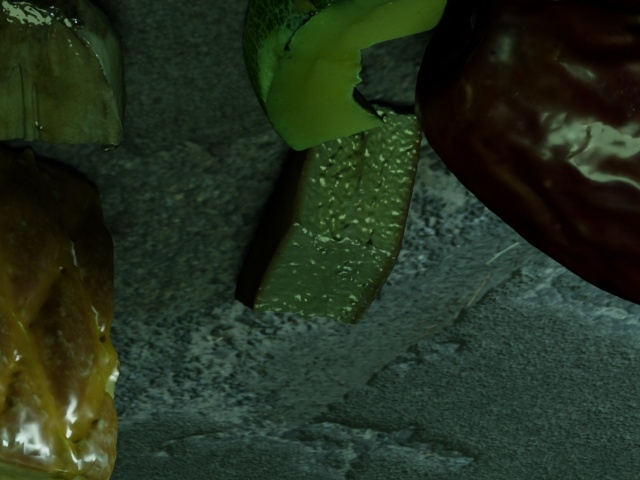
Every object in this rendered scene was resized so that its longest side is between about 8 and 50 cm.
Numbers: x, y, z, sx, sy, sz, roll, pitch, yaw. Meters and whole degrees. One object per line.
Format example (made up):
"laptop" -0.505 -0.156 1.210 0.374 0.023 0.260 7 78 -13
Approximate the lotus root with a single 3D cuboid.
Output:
"lotus root" -0.190 -0.127 0.802 0.143 0.070 0.144 8 145 -13

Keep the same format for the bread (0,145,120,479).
"bread" -0.304 0.064 0.871 0.279 0.279 0.207 24 135 -34

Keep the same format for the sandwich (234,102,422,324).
"sandwich" 0.000 0.000 1.005 0.094 0.096 0.258 10 138 -16

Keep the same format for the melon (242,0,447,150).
"melon" 0.014 -0.139 0.842 0.118 0.064 0.209 -3 147 -18

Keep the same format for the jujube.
"jujube" 0.224 -0.068 0.848 0.318 0.223 0.223 25 134 -17
